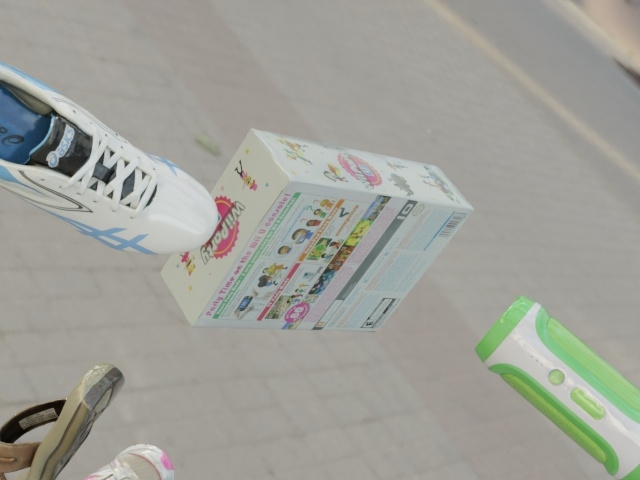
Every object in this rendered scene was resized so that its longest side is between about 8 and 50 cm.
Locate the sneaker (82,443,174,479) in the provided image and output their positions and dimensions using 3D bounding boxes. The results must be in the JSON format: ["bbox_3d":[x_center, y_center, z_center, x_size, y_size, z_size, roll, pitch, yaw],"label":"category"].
[{"bbox_3d":[-0.334,0.405,1.812,0.103,0.252,0.111,56,19,0],"label":"sneaker"}]

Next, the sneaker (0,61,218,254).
[{"bbox_3d":[-0.175,-0.053,0.861,0.237,0.085,0.086,29,-6,-26],"label":"sneaker"}]

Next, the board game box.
[{"bbox_3d":[0.000,0.000,1.385,0.303,0.224,0.097,6,39,-45],"label":"board game box"}]

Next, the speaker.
[{"bbox_3d":[0.368,0.214,1.696,0.296,0.131,0.131,41,21,9],"label":"speaker"}]

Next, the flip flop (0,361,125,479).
[{"bbox_3d":[-0.294,0.207,1.225,0.080,0.277,0.112,36,38,-3],"label":"flip flop"}]
